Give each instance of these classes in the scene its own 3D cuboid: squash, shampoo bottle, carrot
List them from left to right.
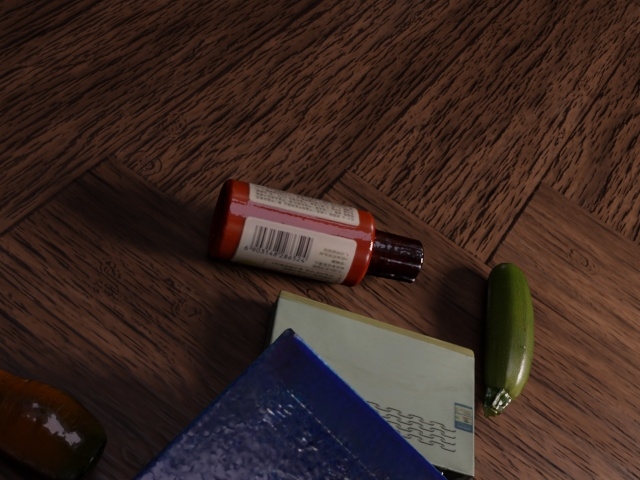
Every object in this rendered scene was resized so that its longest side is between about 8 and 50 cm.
[{"bbox_3d":[-0.310,0.175,0.934,0.193,0.087,0.087,29,46,4],"label":"carrot"},{"bbox_3d":[0.000,0.000,1.206,0.278,0.104,0.104,13,48,-13],"label":"shampoo bottle"},{"bbox_3d":[0.253,0.126,1.237,0.066,0.066,0.252,19,48,-8],"label":"squash"}]

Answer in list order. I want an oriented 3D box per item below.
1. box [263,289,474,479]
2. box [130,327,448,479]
[{"bbox_3d":[0.057,0.181,1.117,0.270,0.045,0.211,17,47,-11],"label":"box"},{"bbox_3d":[-0.037,0.275,0.914,0.261,0.116,0.279,43,52,7],"label":"box"}]
